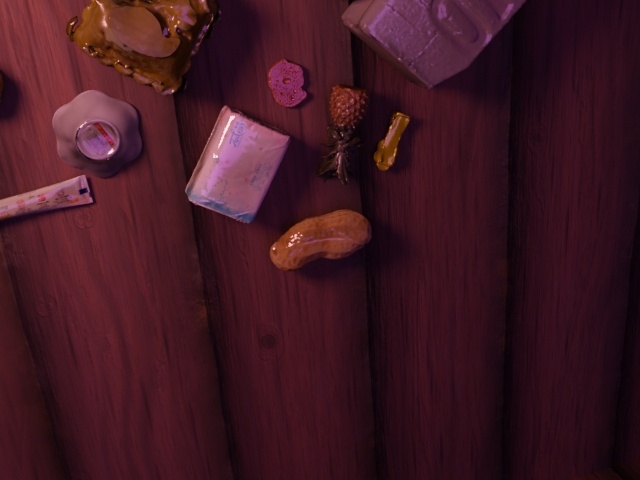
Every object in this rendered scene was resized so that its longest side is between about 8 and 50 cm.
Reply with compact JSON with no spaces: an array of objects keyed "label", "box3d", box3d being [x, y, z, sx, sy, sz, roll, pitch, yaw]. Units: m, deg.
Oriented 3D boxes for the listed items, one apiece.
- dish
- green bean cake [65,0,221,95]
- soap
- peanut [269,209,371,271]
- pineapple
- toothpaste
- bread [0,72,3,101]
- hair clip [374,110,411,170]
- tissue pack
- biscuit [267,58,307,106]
[{"label":"dish","box3d":[-0.565,-0.262,1.781,0.229,0.081,0.229,-6,111,-16]},{"label":"green bean cake","box3d":[-0.415,-0.520,1.663,0.310,0.202,0.285,23,100,-24]},{"label":"soap","box3d":[0.321,-0.636,1.848,0.350,0.213,0.435,38,97,-27]},{"label":"peanut","box3d":[0.000,0.000,2.034,0.305,0.147,0.147,-13,114,-11]},{"label":"pineapple","box3d":[0.058,-0.291,1.952,0.130,0.119,0.277,-6,115,-36]},{"label":"toothpaste","box3d":[-0.754,-0.095,1.804,0.314,0.058,0.056,-16,71,-15]},{"label":"bread","box3d":[-0.862,-0.380,1.627,0.236,0.106,0.140,19,102,-24]},{"label":"hair clip","box3d":[0.203,-0.288,2.034,0.072,0.046,0.173,13,104,-19]},{"label":"tissue pack","box3d":[-0.222,-0.201,1.893,0.201,0.124,0.271,21,102,-27]},{"label":"biscuit","box3d":[-0.091,-0.427,1.901,0.102,0.019,0.130,-21,116,-8]}]
